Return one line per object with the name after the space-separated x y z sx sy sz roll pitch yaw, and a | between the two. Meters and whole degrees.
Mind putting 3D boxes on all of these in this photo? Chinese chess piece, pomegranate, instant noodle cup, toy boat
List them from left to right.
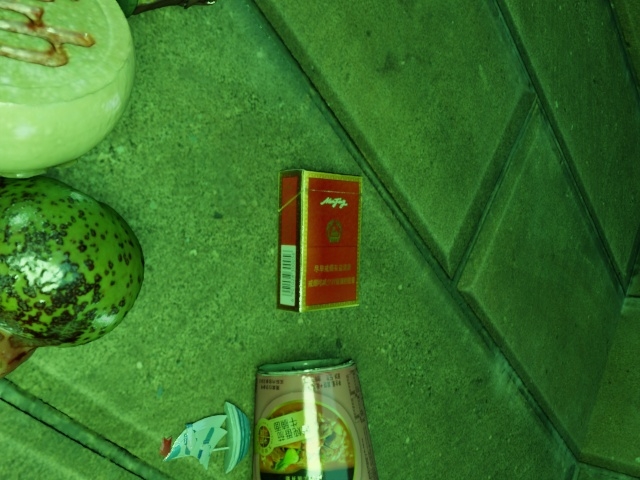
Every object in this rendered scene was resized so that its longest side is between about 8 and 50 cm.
-0.327 -0.196 0.612 0.270 0.112 0.270 18 51 -24 | Chinese chess piece
-0.317 0.054 0.648 0.214 0.214 0.248 40 73 -39 | pomegranate
-0.171 0.298 0.930 0.149 0.034 0.105 27 75 -30 | toy boat
-0.015 0.323 0.963 0.244 0.244 0.255 0 83 -45 | instant noodle cup

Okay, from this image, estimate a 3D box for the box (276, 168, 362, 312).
-0.001 0.000 1.058 0.153 0.074 0.240 0 93 -42 | box

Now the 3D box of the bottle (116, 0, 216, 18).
-0.192 -0.391 0.798 0.271 0.143 0.156 -34 140 -36 | bottle
